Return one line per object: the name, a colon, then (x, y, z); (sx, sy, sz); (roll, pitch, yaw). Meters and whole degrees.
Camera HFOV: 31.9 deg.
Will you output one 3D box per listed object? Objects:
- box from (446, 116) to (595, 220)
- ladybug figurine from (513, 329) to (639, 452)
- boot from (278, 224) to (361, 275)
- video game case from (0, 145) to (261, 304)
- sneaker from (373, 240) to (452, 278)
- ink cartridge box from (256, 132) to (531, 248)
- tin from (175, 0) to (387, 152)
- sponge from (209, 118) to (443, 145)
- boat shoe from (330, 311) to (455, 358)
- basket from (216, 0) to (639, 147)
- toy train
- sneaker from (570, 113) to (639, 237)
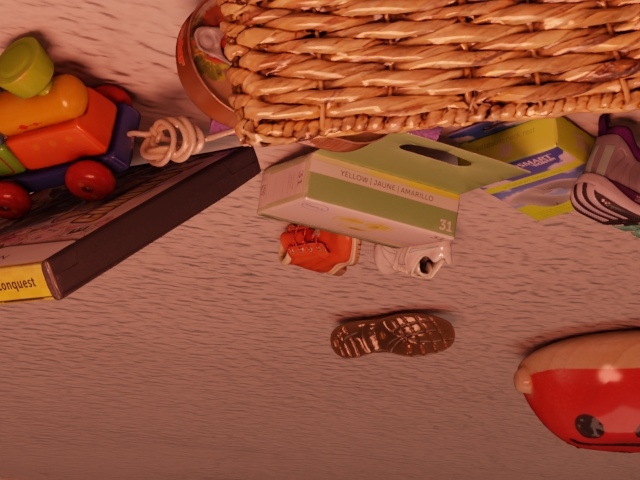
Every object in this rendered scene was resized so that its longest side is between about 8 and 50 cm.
box: (0.216, -0.074, 1.101); (0.109, 0.042, 0.178); (-18, 154, 36)
ladybug figurine: (0.526, 0.244, 1.769); (0.449, 0.162, 0.305); (0, 159, -4)
boot: (0.000, 0.000, 1.259); (0.084, 0.059, 0.158); (9, 158, -12)
video game case: (-0.225, -0.012, 0.979); (0.248, 0.035, 0.275); (-7, -161, 35)
sneaker: (0.106, 0.019, 1.305); (0.053, 0.061, 0.152); (6, 159, -23)
ink cartridge box: (0.062, -0.044, 1.071); (0.171, 0.056, 0.235); (14, 169, -24)
tin: (-0.021, -0.127, 0.859); (0.189, 0.106, 0.040); (12, 156, -29)
sponge: (0.012, -0.123, 0.976); (0.210, 0.031, 0.117); (2, 159, -9)
boat shoe: (0.105, 0.131, 1.607); (0.177, 0.064, 0.060); (-5, -171, 12)
basket: (0.088, -0.191, 0.724); (0.299, 0.223, 0.213); (-5, -169, 9)
toy train: (-0.206, -0.112, 0.918); (0.248, 0.105, 0.143); (-11, 143, 23)
sneaker: (0.343, -0.040, 1.071); (0.223, 0.098, 0.083); (24, 168, -27)
